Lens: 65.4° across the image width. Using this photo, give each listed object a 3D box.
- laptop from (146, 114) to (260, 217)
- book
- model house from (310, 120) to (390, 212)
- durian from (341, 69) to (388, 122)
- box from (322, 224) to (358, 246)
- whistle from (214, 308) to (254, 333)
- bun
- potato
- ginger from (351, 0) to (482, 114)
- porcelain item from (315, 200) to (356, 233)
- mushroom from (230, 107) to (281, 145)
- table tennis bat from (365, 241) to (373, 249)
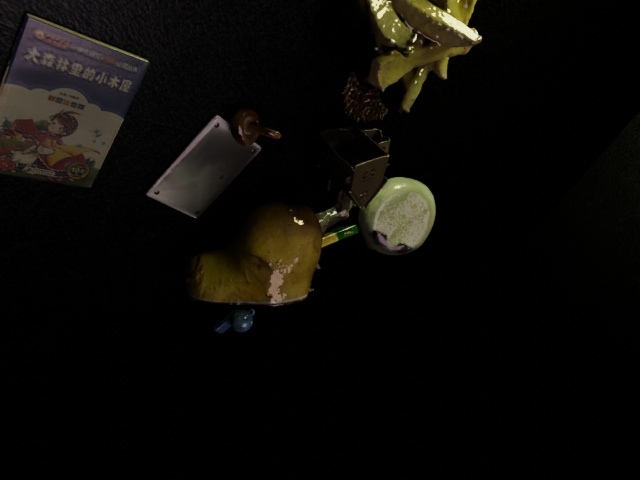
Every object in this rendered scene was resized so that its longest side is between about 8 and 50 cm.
[{"bbox_3d":[-0.292,-0.179,1.268,0.269,0.015,0.188,-45,147,10],"label":"laptop"},{"bbox_3d":[-0.500,-0.246,0.966,0.229,0.018,0.322,6,127,-49],"label":"book"},{"bbox_3d":[0.095,-0.192,1.461,0.205,0.211,0.243,-19,141,-27],"label":"model house"},{"bbox_3d":[0.154,-0.417,1.350,0.139,0.145,0.252,-42,151,-40],"label":"durian"},{"bbox_3d":[0.000,0.000,1.707,0.235,0.034,0.132,-22,-172,-26],"label":"box"},{"bbox_3d":[-0.301,0.303,1.808,0.158,0.090,0.090,-41,149,2],"label":"whistle"},{"bbox_3d":[0.257,-0.098,1.786,0.294,0.187,0.292,-10,116,-22],"label":"bun"},{"bbox_3d":[-0.192,0.014,1.477,0.398,0.290,0.295,7,102,-2],"label":"potato"},{"bbox_3d":[0.246,-0.511,1.132,0.359,0.211,0.412,12,95,-47],"label":"ginger"},{"bbox_3d":[0.059,-0.094,1.701,0.216,0.069,0.081,-31,143,-22],"label":"porcelain item"},{"bbox_3d":[-0.162,-0.269,1.222,0.130,0.073,0.088,18,78,-23],"label":"mushroom"},{"bbox_3d":[0.274,-0.010,2.063,0.154,0.021,0.274,-44,147,8],"label":"table tennis bat"}]
